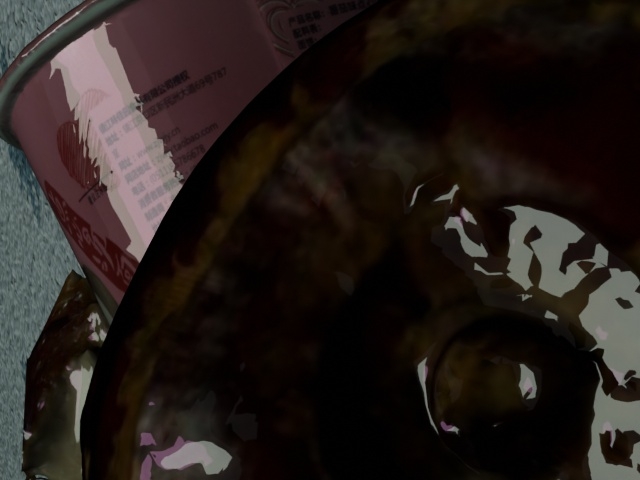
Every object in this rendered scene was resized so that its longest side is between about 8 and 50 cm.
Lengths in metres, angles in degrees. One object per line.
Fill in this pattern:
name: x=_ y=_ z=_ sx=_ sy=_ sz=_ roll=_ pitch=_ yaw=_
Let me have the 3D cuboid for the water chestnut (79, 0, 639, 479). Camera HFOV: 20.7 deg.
water chestnut: x=0.077 y=0.054 z=0.570 sx=0.300 sy=0.300 sz=0.300 roll=169 pitch=90 yaw=-71

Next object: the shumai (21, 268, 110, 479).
shumai: x=-0.113 y=0.113 z=1.013 sx=0.201 sy=0.120 sz=0.201 roll=179 pitch=90 yaw=-79

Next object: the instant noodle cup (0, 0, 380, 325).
instant noodle cup: x=0.000 y=0.000 z=0.816 sx=0.231 sy=0.243 sz=0.243 roll=67 pitch=159 yaw=12
